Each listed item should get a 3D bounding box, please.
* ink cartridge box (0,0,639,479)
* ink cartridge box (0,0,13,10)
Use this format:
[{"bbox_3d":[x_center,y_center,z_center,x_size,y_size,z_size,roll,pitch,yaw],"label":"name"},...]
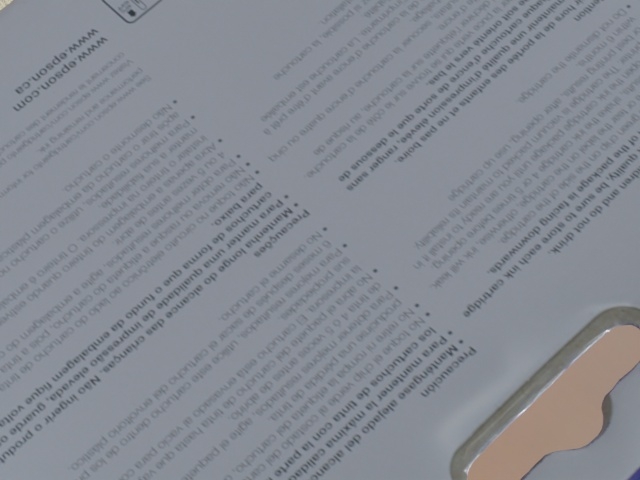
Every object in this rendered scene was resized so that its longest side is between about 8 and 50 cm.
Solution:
[{"bbox_3d":[0.000,0.000,0.418,0.223,0.045,0.224,-41,-117,-16],"label":"ink cartridge box"},{"bbox_3d":[-0.231,-0.095,1.194,0.088,0.234,0.193,-8,-126,23],"label":"ink cartridge box"}]
